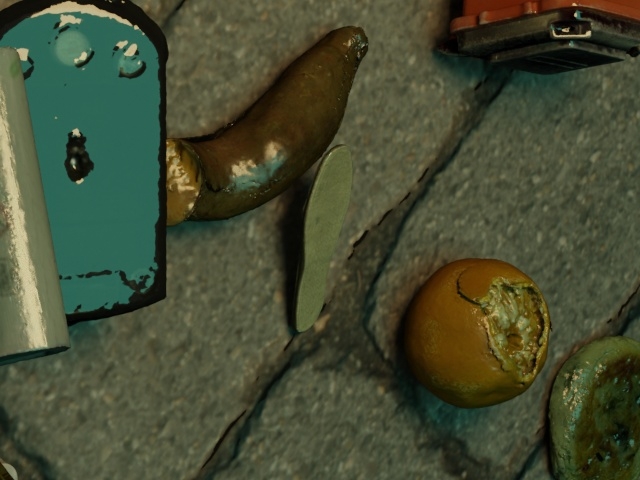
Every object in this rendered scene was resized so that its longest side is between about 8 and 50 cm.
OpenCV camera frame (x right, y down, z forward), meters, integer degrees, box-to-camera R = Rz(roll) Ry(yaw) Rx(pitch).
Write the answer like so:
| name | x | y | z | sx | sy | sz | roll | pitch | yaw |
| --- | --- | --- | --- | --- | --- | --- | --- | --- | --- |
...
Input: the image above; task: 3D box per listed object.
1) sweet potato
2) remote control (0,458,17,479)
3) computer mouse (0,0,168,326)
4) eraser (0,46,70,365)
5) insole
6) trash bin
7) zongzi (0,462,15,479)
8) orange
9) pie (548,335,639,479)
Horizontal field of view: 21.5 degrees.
| name | x | y | z | sx | sy | sz | roll | pitch | yaw |
| --- | --- | --- | --- | --- | --- | --- | --- | --- | --- |
| sweet potato | -0.047 | -0.097 | 1.493 | 0.286 | 0.085 | 0.112 | -39 | 132 | -28 |
| remote control | -0.293 | 0.309 | 1.395 | 0.103 | 0.034 | 0.250 | -12 | 104 | -37 |
| computer mouse | -0.210 | -0.066 | 1.356 | 0.170 | 0.100 | 0.269 | -2 | 99 | -22 |
| eraser | -0.285 | -0.015 | 1.232 | 0.081 | 0.174 | 0.227 | 11 | 67 | -74 |
| insole | 0.000 | 0.000 | 1.556 | 0.063 | 0.010 | 0.192 | -24 | 132 | -47 |
| trash bin | 0.213 | -0.287 | 1.638 | 0.161 | 0.184 | 0.239 | 4 | 81 | -46 |
| zongzi | -0.343 | 0.192 | 1.295 | 0.187 | 0.084 | 0.184 | -43 | 112 | -25 |
| orange | 0.160 | 0.093 | 1.667 | 0.154 | 0.134 | 0.155 | -16 | 113 | -40 |
| pie | 0.320 | 0.197 | 1.873 | 0.187 | 0.041 | 0.187 | -8 | 103 | -39 |
